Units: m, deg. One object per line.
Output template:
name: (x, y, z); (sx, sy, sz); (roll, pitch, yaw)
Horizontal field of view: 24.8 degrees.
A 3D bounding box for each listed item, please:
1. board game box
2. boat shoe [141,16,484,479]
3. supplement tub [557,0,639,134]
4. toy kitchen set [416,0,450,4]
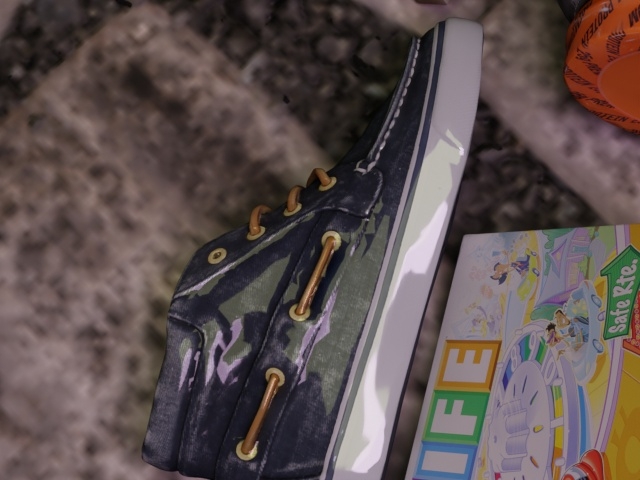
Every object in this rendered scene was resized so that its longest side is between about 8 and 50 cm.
board game box: (0.073, 0.071, 0.457); (0.103, 0.026, 0.154); (-5, 65, 48)
boat shoe: (0.000, 0.000, 0.495); (0.083, 0.065, 0.183); (15, 74, 5)
supplement tub: (0.145, -0.136, 0.506); (0.117, 0.117, 0.190); (11, 72, 6)
toy kitchen set: (0.001, -0.116, 0.551); (0.083, 0.075, 0.068); (15, 64, 49)
